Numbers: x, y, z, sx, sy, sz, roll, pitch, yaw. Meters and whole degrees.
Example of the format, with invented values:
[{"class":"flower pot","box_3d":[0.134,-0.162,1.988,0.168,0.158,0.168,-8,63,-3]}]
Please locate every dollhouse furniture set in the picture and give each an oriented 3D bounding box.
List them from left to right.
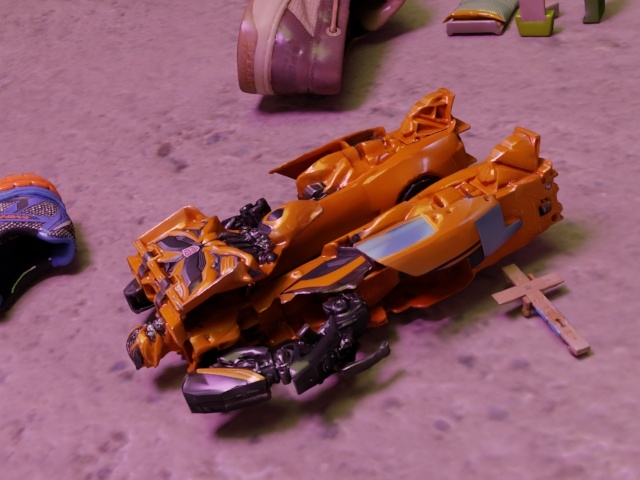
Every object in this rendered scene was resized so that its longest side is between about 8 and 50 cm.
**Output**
[{"class":"dollhouse furniture set","box_3d":[0.193,-0.239,0.921,0.151,0.059,0.076,6,40,27]}]

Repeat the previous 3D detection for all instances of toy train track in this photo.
[{"class":"toy train track","box_3d":[0.138,0.045,0.596,0.048,0.014,0.083,-18,40,-16]}]

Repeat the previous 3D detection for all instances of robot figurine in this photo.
[{"class":"robot figurine","box_3d":[0.000,0.000,0.643,0.291,0.085,0.211,-26,32,-15]}]

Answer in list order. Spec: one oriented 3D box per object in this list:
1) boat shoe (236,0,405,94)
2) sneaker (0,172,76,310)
[{"class":"boat shoe","box_3d":[0.028,-0.251,0.964,0.123,0.123,0.342,12,42,13]},{"class":"sneaker","box_3d":[-0.283,0.027,0.725,0.221,0.083,0.087,-36,48,-21]}]
